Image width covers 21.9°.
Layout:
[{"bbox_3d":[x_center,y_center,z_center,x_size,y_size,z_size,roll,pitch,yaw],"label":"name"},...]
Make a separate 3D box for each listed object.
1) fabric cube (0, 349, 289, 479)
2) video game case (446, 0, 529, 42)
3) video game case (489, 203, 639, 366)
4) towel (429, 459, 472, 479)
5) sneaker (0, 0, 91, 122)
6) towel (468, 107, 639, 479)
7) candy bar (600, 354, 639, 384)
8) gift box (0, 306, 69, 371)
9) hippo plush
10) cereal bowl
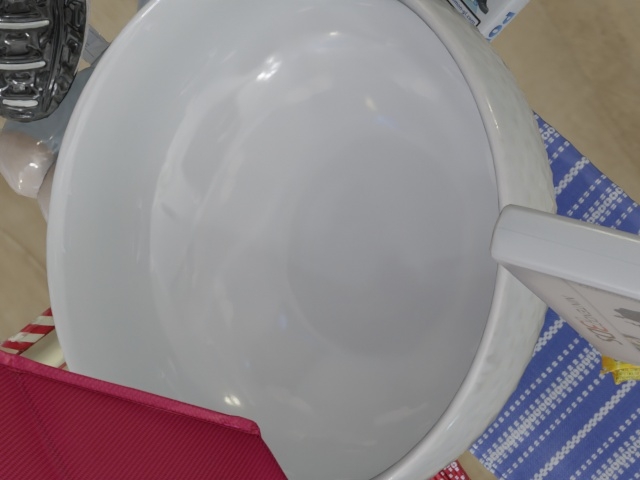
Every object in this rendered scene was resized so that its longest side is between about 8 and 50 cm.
[{"bbox_3d":[-0.125,0.204,0.537,0.259,0.258,0.254,21,112,-40],"label":"fabric cube"},{"bbox_3d":[0.044,-0.286,1.396,0.300,0.329,0.036,-47,157,25],"label":"video game case"},{"bbox_3d":[0.139,0.034,0.462,0.143,0.157,0.019,35,73,-64],"label":"video game case"},{"bbox_3d":[0.044,0.190,1.517,0.031,0.199,0.275,-35,86,-30],"label":"towel"},{"bbox_3d":[-0.213,-0.223,1.213,0.100,0.108,0.271,0,98,4],"label":"sneaker"},{"bbox_3d":[0.169,0.056,1.325,0.336,0.040,0.243,44,104,15],"label":"towel"},{"bbox_3d":[0.229,0.058,0.894,0.161,0.018,0.040,0,72,-7],"label":"candy bar"},{"bbox_3d":[-0.188,0.184,1.724,0.276,0.258,0.255,-34,148,-27],"label":"gift box"},{"bbox_3d":[-0.156,-0.051,1.471,0.234,0.294,0.236,-28,141,-15],"label":"hippo plush"},{"bbox_3d":[0.000,0.000,1.001,0.141,0.339,0.339,9,105,-54],"label":"cereal bowl"}]
